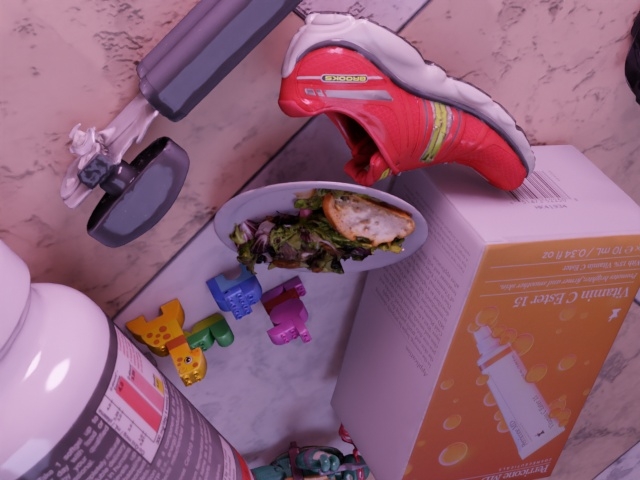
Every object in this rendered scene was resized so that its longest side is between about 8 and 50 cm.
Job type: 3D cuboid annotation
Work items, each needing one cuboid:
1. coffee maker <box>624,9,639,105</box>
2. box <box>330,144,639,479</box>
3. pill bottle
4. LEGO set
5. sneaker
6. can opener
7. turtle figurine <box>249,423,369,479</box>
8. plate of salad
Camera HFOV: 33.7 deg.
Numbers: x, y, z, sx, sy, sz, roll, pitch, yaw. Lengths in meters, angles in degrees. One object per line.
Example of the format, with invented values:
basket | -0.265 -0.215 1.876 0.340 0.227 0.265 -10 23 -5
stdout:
coffee maker | 0.408 -0.212 1.049 0.178 0.120 0.171 -5 109 -29
box | 0.171 0.089 1.116 0.215 0.168 0.345 -4 127 -26
pill bottle | -0.226 0.167 0.895 0.210 0.210 0.363 -34 126 2
LEGO set | -0.111 0.104 1.040 0.227 0.093 0.087 -28 139 -5
sneaker | 0.072 -0.096 0.931 0.279 0.107 0.118 25 89 -33
can opener | -0.105 -0.119 0.839 0.093 0.074 0.280 35 105 -29
turtle figurine | -0.023 0.302 1.273 0.234 0.118 0.175 -10 121 -2
plate of salad | 0.000 0.000 0.982 0.200 0.048 0.200 1 156 1
